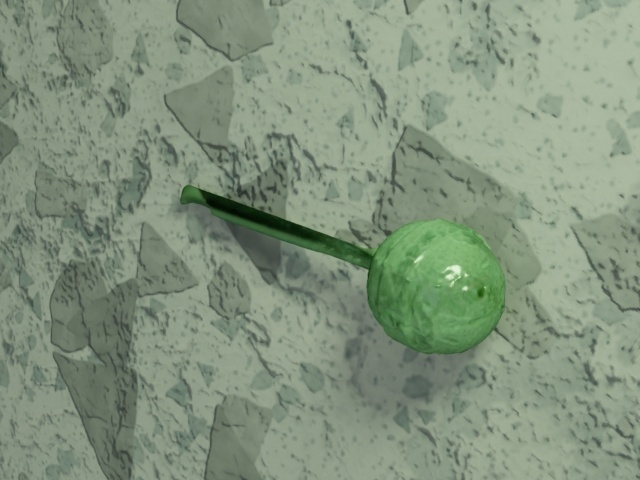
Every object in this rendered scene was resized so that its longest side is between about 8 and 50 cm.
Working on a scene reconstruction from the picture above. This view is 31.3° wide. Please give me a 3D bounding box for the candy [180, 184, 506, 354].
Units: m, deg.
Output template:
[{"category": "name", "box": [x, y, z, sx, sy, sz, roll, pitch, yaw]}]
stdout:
[{"category": "candy", "box": [0.000, 0.000, 1.124, 0.439, 0.119, 0.119, 22, 109, 45]}]
